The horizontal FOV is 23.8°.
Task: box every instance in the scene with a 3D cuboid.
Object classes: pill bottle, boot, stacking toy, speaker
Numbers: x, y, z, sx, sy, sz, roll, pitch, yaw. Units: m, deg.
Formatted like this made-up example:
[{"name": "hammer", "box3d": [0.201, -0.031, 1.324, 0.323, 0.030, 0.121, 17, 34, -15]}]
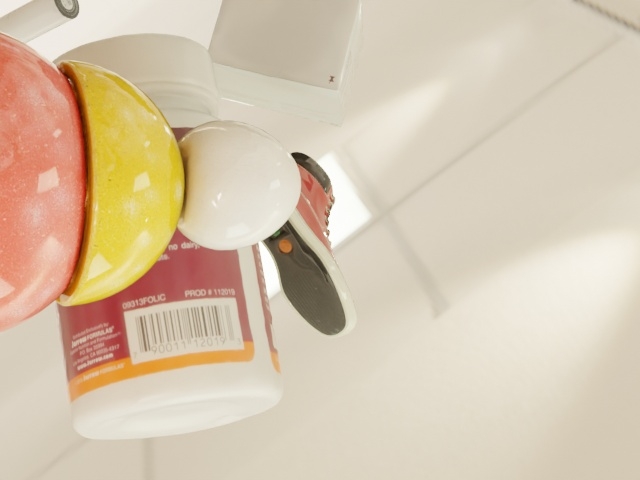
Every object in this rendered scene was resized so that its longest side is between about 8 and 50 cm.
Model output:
[{"name": "pill bottle", "box3d": [-0.178, -0.003, 1.606, 0.224, 0.392, 0.224, -10, 165, -3]}, {"name": "boot", "box3d": [0.000, 0.000, 2.035, 0.088, 0.244, 0.176, -28, -177, 31]}, {"name": "stacking toy", "box3d": [-0.236, -0.045, 1.283, 0.479, 0.351, 0.350, 1, -176, -23]}, {"name": "speaker", "box3d": [-0.434, -0.340, 2.319, 0.136, 0.055, 0.055, -20, -155, 33]}]

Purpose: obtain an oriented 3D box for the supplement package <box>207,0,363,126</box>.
[{"name": "supplement package", "box3d": [-0.047, -0.275, 2.176, 0.203, 0.194, 0.149, 81, 22, -80]}]
